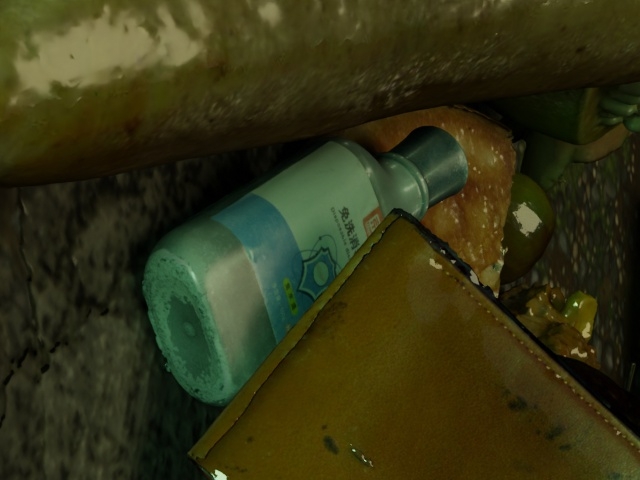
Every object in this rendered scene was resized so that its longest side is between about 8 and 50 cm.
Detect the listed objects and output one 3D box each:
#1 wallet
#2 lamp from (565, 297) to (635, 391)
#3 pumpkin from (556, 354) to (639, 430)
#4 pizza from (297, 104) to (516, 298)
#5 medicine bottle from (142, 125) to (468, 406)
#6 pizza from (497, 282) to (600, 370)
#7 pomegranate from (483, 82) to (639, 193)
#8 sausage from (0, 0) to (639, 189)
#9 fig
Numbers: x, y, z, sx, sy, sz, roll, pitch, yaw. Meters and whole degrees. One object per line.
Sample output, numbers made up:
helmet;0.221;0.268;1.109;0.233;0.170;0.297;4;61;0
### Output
wallet;0.056;0.108;0.805;0.161;0.195;0.042;-49;-178;-15
lamp;0.200;0.091;1.294;0.121;0.041;0.054;-102;-173;-67
pumpkin;0.096;0.174;0.901;0.159;0.238;0.238;153;-61;-72
pizza;0.049;0.013;0.995;0.201;0.053;0.193;-2;82;-49
medicine bottle;0.000;0.000;0.867;0.208;0.053;0.090;-34;115;-42
pizza;0.136;0.188;1.143;0.258;0.087;0.268;-41;125;-54
pomegranate;0.170;-0.166;1.091;0.341;0.260;0.260;104;9;-45
sausage;0.012;-0.107;0.768;0.500;0.136;0.123;-13;131;-40
fig;0.108;-0.015;1.120;0.088;0.074;0.074;37;51;-31
